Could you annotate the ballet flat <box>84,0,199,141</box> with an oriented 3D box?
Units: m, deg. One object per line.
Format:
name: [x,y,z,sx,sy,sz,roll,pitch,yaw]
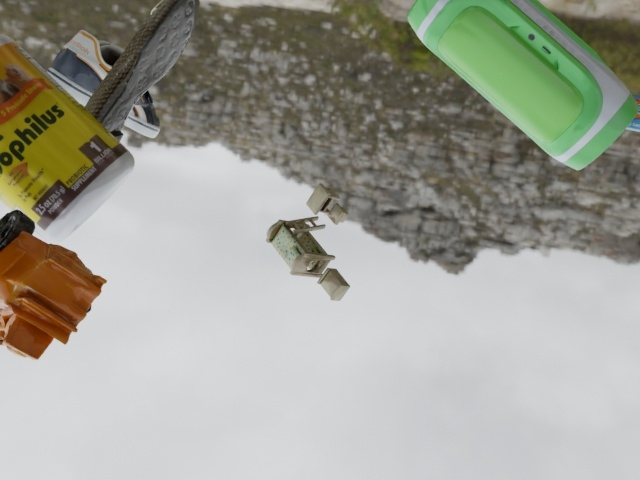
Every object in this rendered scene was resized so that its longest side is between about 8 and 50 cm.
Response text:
ballet flat: [-0.227,-0.194,0.929,0.058,0.250,0.084,37,-172,14]

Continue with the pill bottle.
pill bottle: [-0.288,-0.107,0.740,0.215,0.117,0.117,44,-175,-10]

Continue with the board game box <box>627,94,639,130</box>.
board game box: [0.440,-0.181,1.124,0.210,0.047,0.160,18,-167,28]

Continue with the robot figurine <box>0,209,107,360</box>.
robot figurine: [-0.280,0.006,0.547,0.291,0.085,0.211,-2,142,48]

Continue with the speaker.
speaker: [0.255,-0.228,1.010,0.296,0.131,0.131,42,-167,2]

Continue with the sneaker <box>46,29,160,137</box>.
sneaker: [-0.387,-0.296,1.533,0.126,0.128,0.321,32,-178,19]

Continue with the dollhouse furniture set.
dollhouse furniture set: [0.000,0.000,1.594,0.101,0.161,0.182,8,-147,-47]
